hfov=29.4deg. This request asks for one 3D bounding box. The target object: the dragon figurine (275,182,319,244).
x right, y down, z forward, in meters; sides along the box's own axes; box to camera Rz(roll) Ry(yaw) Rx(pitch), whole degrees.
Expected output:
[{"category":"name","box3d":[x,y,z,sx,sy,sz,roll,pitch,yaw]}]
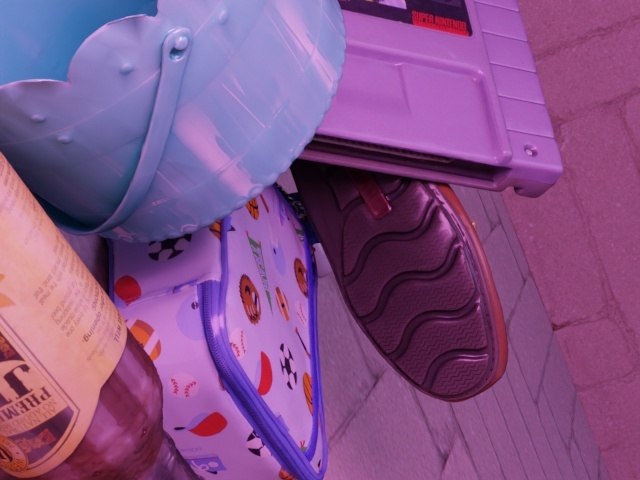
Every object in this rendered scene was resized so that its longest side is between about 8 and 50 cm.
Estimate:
[{"category":"dragon figurine","box3d":[0.024,-0.034,1.250,0.144,0.289,0.085,124,-42,-62]}]

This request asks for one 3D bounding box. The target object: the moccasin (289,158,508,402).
[{"category":"moccasin","box3d":[0.052,-0.029,1.105,0.380,0.139,0.147,56,14,16]}]

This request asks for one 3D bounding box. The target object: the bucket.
[{"category":"bucket","box3d":[-0.129,-0.143,0.775,0.183,0.281,0.281,48,27,-46]}]

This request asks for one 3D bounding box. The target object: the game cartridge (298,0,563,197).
[{"category":"game cartridge","box3d":[0.027,-0.164,1.031,0.355,0.068,0.230,7,59,-24]}]

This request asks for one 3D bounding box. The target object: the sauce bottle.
[{"category":"sauce bottle","box3d":[-0.161,0.066,0.691,0.344,0.111,0.111,58,20,-30]}]

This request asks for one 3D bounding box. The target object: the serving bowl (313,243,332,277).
[{"category":"serving bowl","box3d":[0.000,0.000,1.433,0.083,0.027,0.083,56,21,-35]}]

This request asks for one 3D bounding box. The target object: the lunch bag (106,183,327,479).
[{"category":"lunch bag","box3d":[-0.072,0.049,1.004,0.303,0.115,0.243,-91,157,-46]}]
